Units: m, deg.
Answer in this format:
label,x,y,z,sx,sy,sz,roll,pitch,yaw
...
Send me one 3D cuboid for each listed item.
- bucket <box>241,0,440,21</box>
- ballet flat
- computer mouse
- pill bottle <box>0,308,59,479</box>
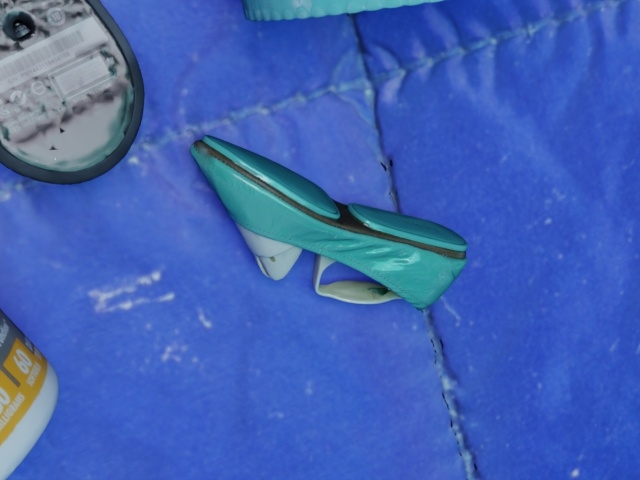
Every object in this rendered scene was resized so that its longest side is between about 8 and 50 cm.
label,x,y,z,sx,sy,sz,roll,pitch,yaw
bucket,0.052,-0.254,0.752,0.281,0.281,0.183,-13,106,-21
ballet flat,0.000,0.000,0.879,0.247,0.083,0.087,21,105,-23
computer mouse,-0.209,-0.166,0.766,0.189,0.072,0.272,-25,96,-15
pill bottle,-0.310,0.047,0.707,0.162,0.162,0.278,-42,113,-11
